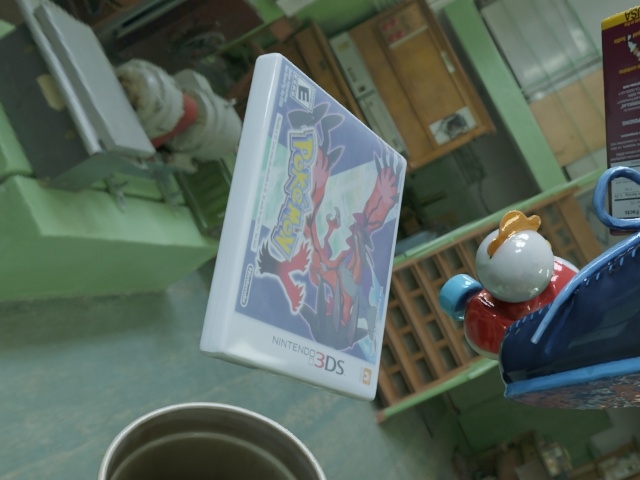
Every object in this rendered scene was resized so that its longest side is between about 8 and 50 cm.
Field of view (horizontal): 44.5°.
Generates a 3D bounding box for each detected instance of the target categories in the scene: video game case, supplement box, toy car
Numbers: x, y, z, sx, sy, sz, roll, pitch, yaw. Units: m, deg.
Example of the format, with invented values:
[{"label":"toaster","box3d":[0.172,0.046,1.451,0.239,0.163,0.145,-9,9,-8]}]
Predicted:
[{"label":"video game case","box3d":[0.000,0.000,0.555,0.183,0.023,0.201,30,64,-51]},{"label":"supplement box","box3d":[0.306,-0.099,0.659,0.081,0.104,0.188,176,-88,-66]},{"label":"toy car","box3d":[0.307,0.048,1.170,0.219,0.210,0.238,43,-28,45]}]

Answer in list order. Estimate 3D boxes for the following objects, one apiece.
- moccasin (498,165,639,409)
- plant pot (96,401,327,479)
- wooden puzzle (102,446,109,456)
[{"label":"moccasin","box3d":[0.233,0.002,0.388,0.138,0.342,0.116,14,59,-39]},{"label":"plant pot","box3d":[-0.173,0.446,1.122,0.323,0.323,0.280,-95,-161,-61]},{"label":"wooden puzzle","box3d":[-0.359,0.390,1.514,0.116,0.078,0.014,15,24,-49]}]
